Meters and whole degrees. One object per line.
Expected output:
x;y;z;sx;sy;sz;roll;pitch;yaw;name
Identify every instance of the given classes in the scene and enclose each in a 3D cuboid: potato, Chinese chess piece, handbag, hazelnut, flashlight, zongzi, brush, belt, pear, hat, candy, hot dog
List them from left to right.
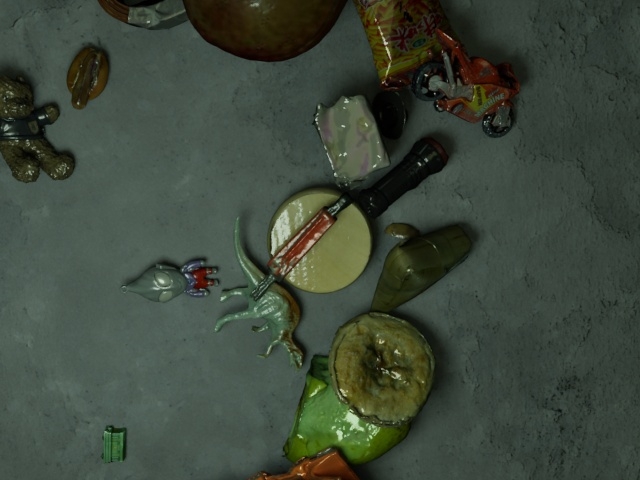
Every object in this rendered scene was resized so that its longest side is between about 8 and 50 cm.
-0.536;-0.370;1.438;0.089;0.060;0.140;29;99;0;hot dog
-0.361;-0.566;1.397;0.261;0.105;0.184;-11;99;-1;belt
-0.101;-0.572;1.255;0.352;0.421;0.421;-5;98;23;hazelnut
-0.084;0.652;1.471;0.410;0.116;0.303;-24;121;12;handbag
-0.049;0.013;1.397;0.051;0.070;0.323;42;97;-2;brush
0.000;0.000;1.479;0.250;0.097;0.251;0;98;-1;Chinese chess piece
0.073;0.432;1.497;0.281;0.176;0.286;16;97;-5;pear
0.069;-0.223;1.412;0.137;0.185;0.195;-20;97;5;candy
0.171;-0.294;1.465;0.050;0.121;0.121;-13;99;-39;hat
0.187;-0.139;1.441;0.232;0.093;0.093;-42;97;-15;flashlight
0.203;-0.019;1.511;0.093;0.036;0.037;18;98;-3;potato
0.233;0.087;1.506;0.228;0.115;0.256;-18;143;-32;zongzi

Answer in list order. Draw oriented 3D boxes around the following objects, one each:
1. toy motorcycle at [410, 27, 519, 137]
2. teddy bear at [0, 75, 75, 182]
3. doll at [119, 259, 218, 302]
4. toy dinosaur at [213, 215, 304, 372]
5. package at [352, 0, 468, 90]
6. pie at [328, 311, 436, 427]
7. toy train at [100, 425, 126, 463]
0.342;-0.348;1.426;0.298;0.089;0.171;21;109;-27;toy motorcycle
-0.680;-0.241;1.422;0.129;0.182;0.251;-11;100;36;teddy bear
-0.359;0.100;1.495;0.227;0.075;0.102;-5;107;-13;doll
-0.156;0.133;1.494;0.205;0.092;0.393;-7;96;0;toy dinosaur
0.191;-0.503;1.421;0.223;0.108;0.288;-23;107;-4;package
0.143;0.289;1.432;0.274;0.055;0.274;9;61;-16;pie
-0.510;0.504;1.557;0.056;0.038;0.093;2;96;-8;toy train
